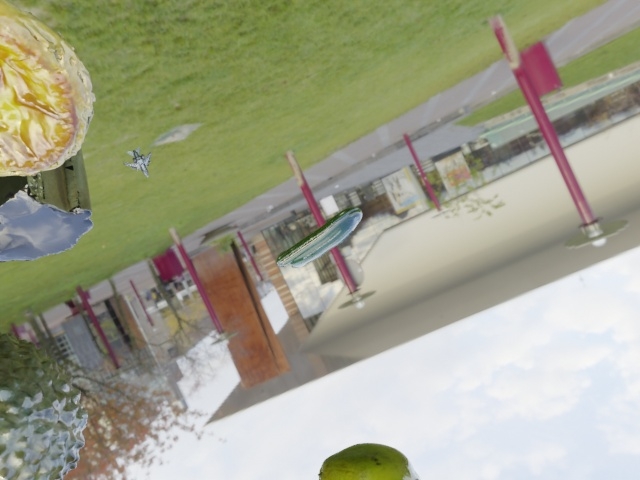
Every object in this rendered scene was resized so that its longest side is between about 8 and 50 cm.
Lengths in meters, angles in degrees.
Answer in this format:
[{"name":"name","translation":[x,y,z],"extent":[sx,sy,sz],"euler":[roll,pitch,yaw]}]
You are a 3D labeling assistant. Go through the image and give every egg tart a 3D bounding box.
[{"name":"egg tart","translation":[-0.434,-0.205,0.678],"extent":[0.295,0.116,0.294],"euler":[-8,143,-6]}]

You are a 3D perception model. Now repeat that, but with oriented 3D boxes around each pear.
[{"name":"pear","translation":[0.126,0.621,1.363],"extent":[0.270,0.212,0.212],"euler":[15,-177,1]}]

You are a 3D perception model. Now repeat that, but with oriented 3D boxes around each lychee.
[{"name":"lychee","translation":[-0.411,0.222,0.613],"extent":[0.275,0.255,0.255],"euler":[-24,-178,33]}]

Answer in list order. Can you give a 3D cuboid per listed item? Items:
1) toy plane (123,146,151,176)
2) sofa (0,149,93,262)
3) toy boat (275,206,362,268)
[{"name":"toy plane","translation":[-0.481,-0.207,1.436],"extent":[0.079,0.083,0.031],"euler":[-29,176,-23]},{"name":"sofa","translation":[-0.594,-0.090,1.097],"extent":[0.259,0.199,0.182],"euler":[-25,159,16]},{"name":"toy boat","translation":[0.000,0.000,1.115],"extent":[0.210,0.052,0.104],"euler":[-35,159,15]}]
